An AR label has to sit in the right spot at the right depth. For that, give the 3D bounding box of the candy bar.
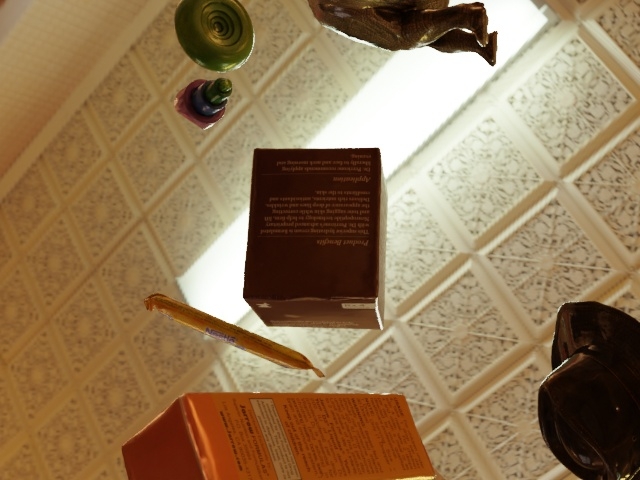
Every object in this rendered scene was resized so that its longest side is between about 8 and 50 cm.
[{"bbox_3d":[-0.071,0.079,0.736,0.161,0.040,0.018,22,-97,0],"label":"candy bar"}]

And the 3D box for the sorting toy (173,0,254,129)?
[{"bbox_3d":[-0.121,-0.340,1.261,0.126,0.127,0.366,-19,-124,54],"label":"sorting toy"}]

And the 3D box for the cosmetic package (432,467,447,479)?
[{"bbox_3d":[0.004,0.464,1.571,0.453,0.230,0.161,-23,-152,50],"label":"cosmetic package"}]

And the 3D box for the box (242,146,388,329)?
[{"bbox_3d":[0.000,0.000,1.162,0.168,0.167,0.203,1,-107,7],"label":"box"}]

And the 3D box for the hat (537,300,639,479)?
[{"bbox_3d":[0.400,0.260,1.312,0.133,0.331,0.331,-22,-116,-18],"label":"hat"}]

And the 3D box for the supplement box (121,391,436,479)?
[{"bbox_3d":[-0.020,0.159,0.639,0.078,0.233,0.080,-43,-122,30],"label":"supplement box"}]

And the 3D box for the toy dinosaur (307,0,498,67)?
[{"bbox_3d":[0.053,-0.191,0.694,0.160,0.313,0.121,3,-71,19],"label":"toy dinosaur"}]
